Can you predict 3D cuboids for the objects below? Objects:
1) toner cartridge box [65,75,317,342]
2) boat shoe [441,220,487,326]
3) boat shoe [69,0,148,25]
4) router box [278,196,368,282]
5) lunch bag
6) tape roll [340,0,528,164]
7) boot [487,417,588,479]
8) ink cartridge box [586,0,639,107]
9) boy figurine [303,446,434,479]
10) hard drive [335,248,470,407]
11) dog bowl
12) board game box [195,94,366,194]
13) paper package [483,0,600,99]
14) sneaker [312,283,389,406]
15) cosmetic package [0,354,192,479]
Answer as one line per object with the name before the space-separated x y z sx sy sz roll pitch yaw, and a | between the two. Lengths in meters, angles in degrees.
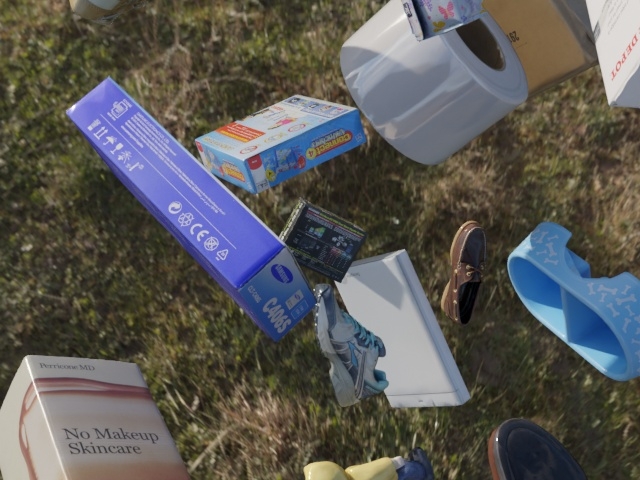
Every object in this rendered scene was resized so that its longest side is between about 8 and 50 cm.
toner cartridge box | -0.156 -0.040 1.057 0.075 0.165 0.348 -43 63 -9
boat shoe | 0.293 0.068 1.723 0.073 0.207 0.073 0 21 -17
boat shoe | -0.161 -0.203 0.681 0.068 0.190 0.072 36 103 -9
router box | 0.000 0.000 1.370 0.122 0.038 0.092 26 100 -23
lunch bag | 0.113 -0.239 0.870 0.053 0.083 0.071 -29 105 -36
tape roll | 0.173 -0.260 1.329 0.169 0.246 0.246 -37 62 35
boot | 0.199 0.322 0.979 0.096 0.280 0.264 -39 96 -29
ink cartridge box | 0.368 -0.282 0.937 0.100 0.172 0.237 4 59 -7
boy figurine | 0.081 0.470 1.698 0.285 0.177 0.092 4 50 -36
hard drive | 0.172 0.204 1.942 0.047 0.233 0.353 -29 98 -37
dog bowl | 0.388 0.093 1.295 0.074 0.166 0.297 -30 41 -12
board game box | -0.100 -0.236 2.072 0.301 0.086 0.308 -27 26 -20
paper package | 0.342 -0.410 1.506 0.168 0.325 0.310 -36 95 -22
sneaker | 0.061 0.196 1.736 0.122 0.283 0.110 -15 30 5
cosmetic package | -0.234 0.268 0.936 0.296 0.153 0.129 49 119 43
